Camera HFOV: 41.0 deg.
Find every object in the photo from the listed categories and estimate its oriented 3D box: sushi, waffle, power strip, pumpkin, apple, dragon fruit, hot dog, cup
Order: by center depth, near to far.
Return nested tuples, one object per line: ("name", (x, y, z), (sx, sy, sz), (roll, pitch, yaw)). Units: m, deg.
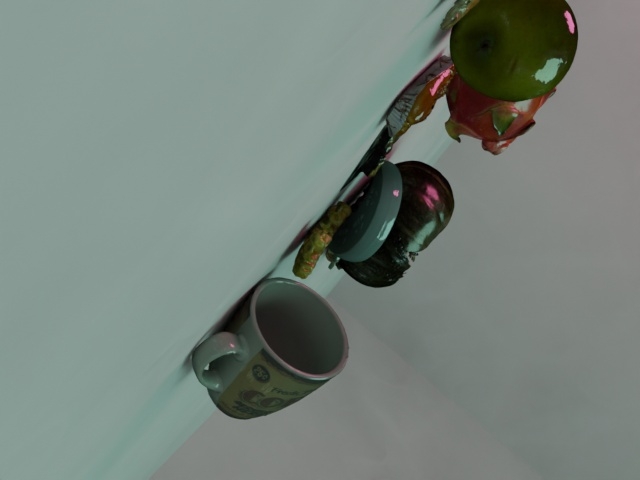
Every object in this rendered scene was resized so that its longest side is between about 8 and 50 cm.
("apple", (0.290, -0.304, 1.304), (0.157, 0.196, 0.196), (-18, 154, -41))
("hot dog", (0.179, -0.249, 1.471), (0.191, 0.059, 0.108), (-49, 180, -31))
("cup", (-0.132, 0.237, 1.646), (0.301, 0.227, 0.257), (2, 140, -46))
("sushi", (0.120, -0.171, 1.654), (0.139, 0.031, 0.201), (-45, 173, -45))
("dragon fruit", (0.344, -0.297, 1.690), (0.224, 0.224, 0.227), (-46, 168, -38))
("waffle", (-0.003, -0.002, 1.692), (0.149, 0.051, 0.194), (-59, 178, 20))
("power strip", (0.082, -0.037, 1.760), (0.253, 0.054, 0.167), (-50, -151, 36))
("pumpkin", (0.163, -0.044, 1.959), (0.320, 0.192, 0.320), (-46, -173, 7))

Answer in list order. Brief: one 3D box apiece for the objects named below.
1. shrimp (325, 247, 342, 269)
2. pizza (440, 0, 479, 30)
("shrimp", (0.083, -0.005, 2.413), (0.178, 0.075, 0.289), (-52, 162, -2))
("pizza", (0.237, -0.379, 1.128), (0.262, 0.034, 0.181), (-49, 174, -10))
